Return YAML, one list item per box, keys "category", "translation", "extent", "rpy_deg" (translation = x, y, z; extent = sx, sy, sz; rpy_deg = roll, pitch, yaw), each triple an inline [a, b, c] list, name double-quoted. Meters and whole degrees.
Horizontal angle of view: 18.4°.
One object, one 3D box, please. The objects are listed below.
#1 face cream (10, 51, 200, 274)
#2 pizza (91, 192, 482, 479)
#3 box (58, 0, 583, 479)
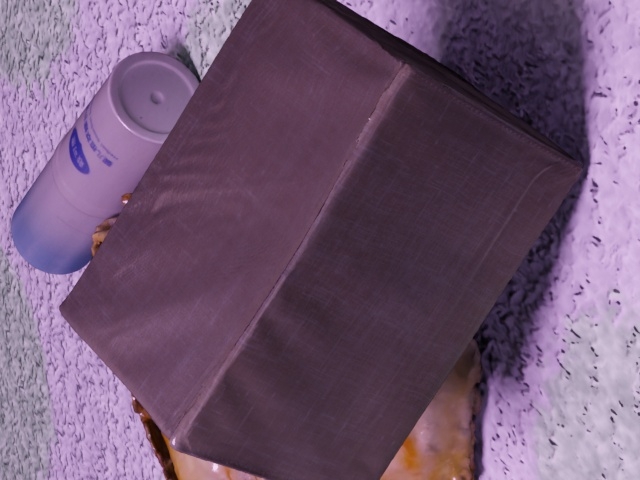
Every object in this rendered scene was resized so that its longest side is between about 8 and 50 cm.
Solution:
- category: "face cream"
  translation: [-0.166, -0.054, 1.504]
  extent: [0.250, 0.077, 0.077]
  rpy_deg: [-45, 62, 56]
- category: "pizza"
  translation: [-0.017, 0.153, 1.324]
  extent: [0.435, 0.080, 0.391]
  rpy_deg: [-1, 99, 60]
- category: "box"
  translation: [0.000, 0.000, 1.080]
  extent: [0.231, 0.155, 0.149]
  rpy_deg: [-58, 42, 10]
